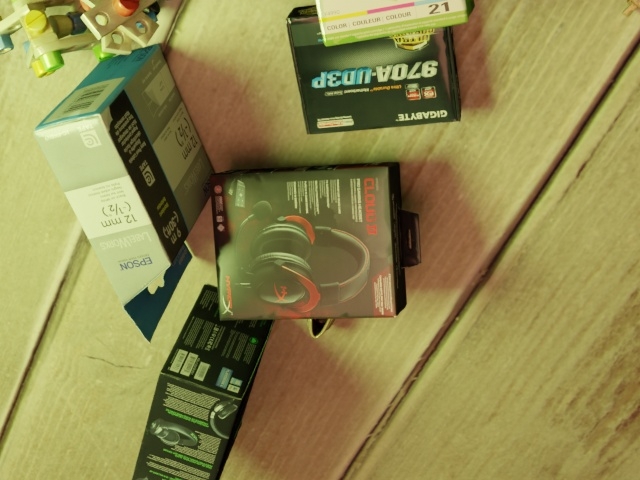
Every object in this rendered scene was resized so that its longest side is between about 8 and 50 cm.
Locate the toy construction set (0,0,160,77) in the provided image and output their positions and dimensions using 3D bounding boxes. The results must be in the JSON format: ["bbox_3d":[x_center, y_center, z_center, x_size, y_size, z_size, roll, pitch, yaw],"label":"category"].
[{"bbox_3d":[-0.294,-0.309,1.466,0.328,0.215,0.151,2,111,55],"label":"toy construction set"}]

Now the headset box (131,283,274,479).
[{"bbox_3d":[-0.187,0.261,1.783,0.131,0.246,0.283,19,121,1],"label":"headset box"}]

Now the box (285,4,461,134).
[{"bbox_3d":[0.076,-0.241,1.545,0.220,0.051,0.175,-3,119,13],"label":"box"}]

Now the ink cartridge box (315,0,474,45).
[{"bbox_3d":[0.075,-0.388,1.395,0.189,0.097,0.255,-8,110,15],"label":"ink cartridge box"}]

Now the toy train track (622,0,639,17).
[{"bbox_3d":[0.421,-0.322,1.448,0.048,0.014,0.083,40,115,-4],"label":"toy train track"}]

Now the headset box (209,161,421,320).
[{"bbox_3d":[0.000,0.000,1.631,0.293,0.110,0.218,-1,97,13],"label":"headset box"}]

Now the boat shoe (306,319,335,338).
[{"bbox_3d":[0.014,0.068,1.729,0.068,0.072,0.190,10,121,6],"label":"boat shoe"}]

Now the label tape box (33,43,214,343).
[{"bbox_3d":[-0.242,-0.068,1.597,0.115,0.249,0.347,-14,116,20],"label":"label tape box"}]
